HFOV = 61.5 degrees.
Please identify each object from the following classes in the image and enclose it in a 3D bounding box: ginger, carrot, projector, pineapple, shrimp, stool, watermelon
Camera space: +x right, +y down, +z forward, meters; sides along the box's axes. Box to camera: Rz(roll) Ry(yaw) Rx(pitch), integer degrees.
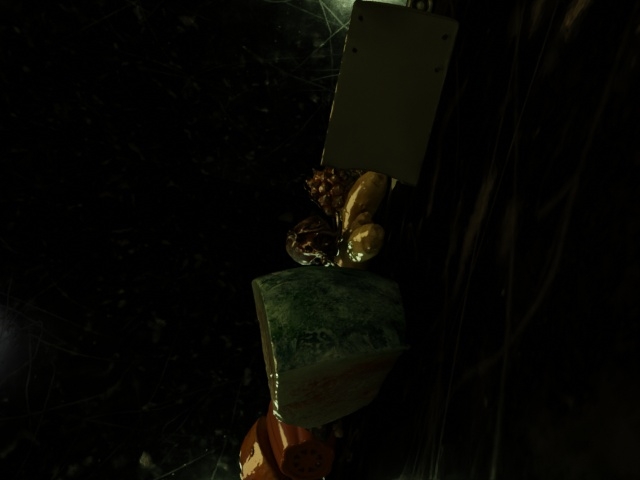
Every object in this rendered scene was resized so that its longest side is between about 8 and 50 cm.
[{"bbox_3d":[0.086,0.018,1.412,0.363,0.121,0.348,-94,21,-53],"label":"ginger"},{"bbox_3d":[-0.101,0.583,1.397,0.100,0.258,0.307,-40,3,5],"label":"carrot"},{"bbox_3d":[0.246,-0.586,1.318,0.115,0.061,0.147,-15,-63,-88],"label":"projector"},{"bbox_3d":[0.121,-0.225,1.765,0.272,0.262,0.263,-52,11,26],"label":"pineapple"},{"bbox_3d":[-0.002,0.008,1.285,0.117,0.145,0.343,65,172,-16],"label":"shrimp"},{"bbox_3d":[0.111,-0.248,0.948,0.244,0.170,0.270,-70,-8,-79],"label":"stool"},{"bbox_3d":[0.005,0.169,0.814,0.387,0.228,0.259,-125,38,-79],"label":"watermelon"}]

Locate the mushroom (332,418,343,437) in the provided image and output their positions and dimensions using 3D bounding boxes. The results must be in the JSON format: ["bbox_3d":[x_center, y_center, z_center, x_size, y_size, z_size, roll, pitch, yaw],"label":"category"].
[{"bbox_3d":[0.046,0.338,1.198,0.061,0.060,0.187,4,-88,-46],"label":"mushroom"}]

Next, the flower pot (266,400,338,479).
[{"bbox_3d":[-0.040,0.471,1.295,0.173,0.190,0.191,-103,24,-70],"label":"flower pot"}]

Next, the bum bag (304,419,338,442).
[{"bbox_3d":[0.021,0.273,1.116,0.341,0.095,0.144,-68,29,23],"label":"bum bag"}]

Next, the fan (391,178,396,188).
[{"bbox_3d":[0.204,-0.282,1.312,0.191,0.009,0.329,96,-177,-70],"label":"fan"}]
